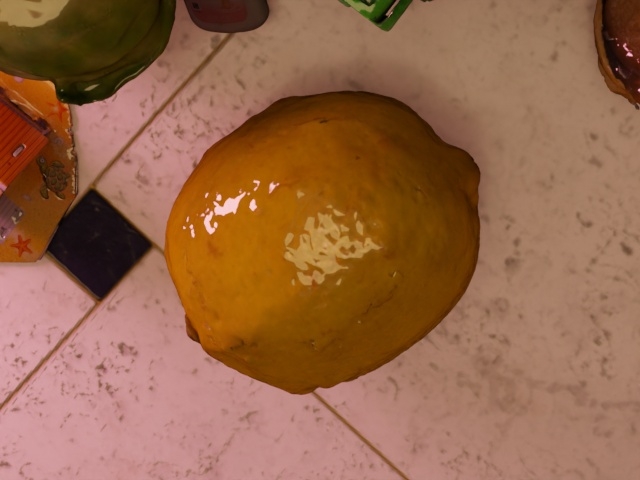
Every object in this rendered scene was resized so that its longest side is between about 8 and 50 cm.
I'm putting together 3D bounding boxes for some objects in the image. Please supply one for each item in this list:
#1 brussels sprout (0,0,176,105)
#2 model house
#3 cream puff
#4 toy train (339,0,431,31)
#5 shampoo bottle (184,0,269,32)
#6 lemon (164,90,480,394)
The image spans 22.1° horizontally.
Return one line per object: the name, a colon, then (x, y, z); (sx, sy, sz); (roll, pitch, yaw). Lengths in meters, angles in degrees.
brussels sprout: (-0.256, -0.243, 1.413); (0.294, 0.259, 0.227); (33, 105, -4)
model house: (-0.335, -0.072, 1.528); (0.219, 0.136, 0.207); (40, 103, -3)
cream puff: (0.328, -0.179, 1.420); (0.189, 0.129, 0.189); (-12, 67, 30)
toy train: (0.011, -0.287, 1.408); (0.243, 0.188, 0.132); (38, 104, -2)
shampoo bottle: (-0.101, -0.258, 1.462); (0.080, 0.040, 0.165); (5, 139, 24)
lemon: (0.002, -0.001, 1.446); (0.284, 0.260, 0.260); (-12, 102, 26)
